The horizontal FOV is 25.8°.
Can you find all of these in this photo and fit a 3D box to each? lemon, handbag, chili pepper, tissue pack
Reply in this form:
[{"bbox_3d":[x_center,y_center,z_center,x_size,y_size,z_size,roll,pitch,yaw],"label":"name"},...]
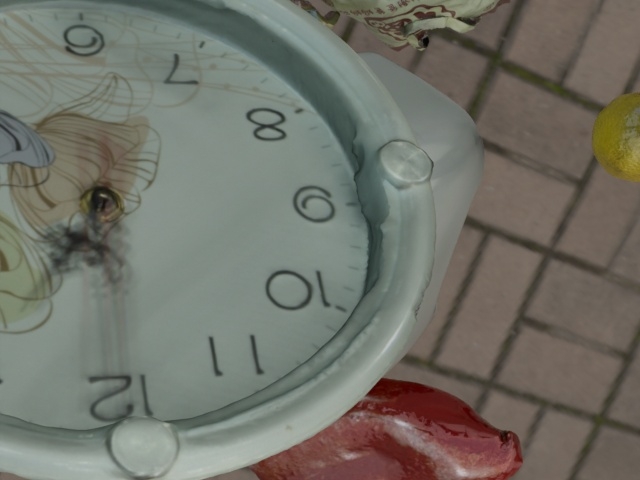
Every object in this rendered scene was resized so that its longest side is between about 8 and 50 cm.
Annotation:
[{"bbox_3d":[0.287,-0.094,1.260,0.082,0.110,0.082,0,80,-3],"label":"lemon"},{"bbox_3d":[0.125,-0.331,1.892,0.235,0.213,0.127,22,59,-55],"label":"handbag"},{"bbox_3d":[0.050,0.167,1.187,0.136,0.253,0.144,-10,87,-53],"label":"chili pepper"},{"bbox_3d":[0.000,0.000,1.369,0.236,0.229,0.333,-31,148,-38],"label":"tissue pack"}]

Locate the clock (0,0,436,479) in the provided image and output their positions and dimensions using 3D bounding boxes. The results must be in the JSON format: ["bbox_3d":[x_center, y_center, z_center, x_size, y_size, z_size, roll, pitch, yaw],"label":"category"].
[{"bbox_3d":[-0.077,-0.013,0.488,0.236,0.236,0.053,-5,146,-20],"label":"clock"}]

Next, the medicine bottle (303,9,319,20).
[{"bbox_3d":[-0.036,-0.166,1.639,0.090,0.054,0.208,-20,115,-62],"label":"medicine bottle"}]

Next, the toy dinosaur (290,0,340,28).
[{"bbox_3d":[-0.069,-0.313,1.849,0.200,0.072,0.251,47,49,-35],"label":"toy dinosaur"}]
